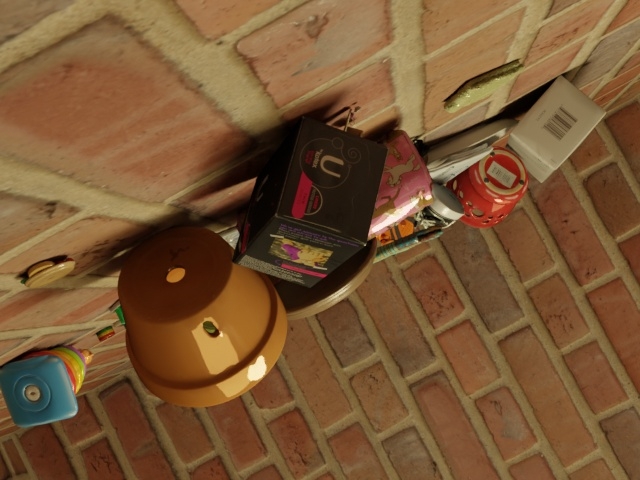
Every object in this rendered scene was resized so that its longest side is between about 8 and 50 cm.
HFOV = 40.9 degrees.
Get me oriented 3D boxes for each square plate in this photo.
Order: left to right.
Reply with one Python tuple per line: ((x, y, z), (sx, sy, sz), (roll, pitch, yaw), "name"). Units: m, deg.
((0.310, -0.208, 2.270), (0.347, 0.049, 0.344), (-25, 173, -27), "square plate")

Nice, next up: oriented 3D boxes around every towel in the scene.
((0.095, 0.054, 2.017), (0.370, 0.040, 0.271), (-23, 178, 21), "towel")
((0.313, -0.294, 1.641), (0.148, 0.027, 0.110), (-25, 173, -26), "towel")

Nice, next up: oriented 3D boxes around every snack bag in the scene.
((0.233, -0.132, 2.164), (0.342, 0.037, 0.323), (-23, 172, -46), "snack bag")

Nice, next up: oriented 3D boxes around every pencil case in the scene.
((0.025, -0.062, 1.644), (0.386, 0.160, 0.167), (-28, -162, 5), "pencil case")

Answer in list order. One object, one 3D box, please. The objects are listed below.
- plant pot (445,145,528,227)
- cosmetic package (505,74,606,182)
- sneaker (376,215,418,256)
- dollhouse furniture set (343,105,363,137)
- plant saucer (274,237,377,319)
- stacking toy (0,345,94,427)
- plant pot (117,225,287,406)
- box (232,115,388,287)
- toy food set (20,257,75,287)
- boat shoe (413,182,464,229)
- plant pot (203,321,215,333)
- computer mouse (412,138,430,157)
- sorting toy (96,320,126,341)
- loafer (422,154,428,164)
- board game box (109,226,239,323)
((0.455, -0.151, 2.308), (0.191, 0.191, 0.174), (-25, 167, -25), "plant pot")
((0.607, -0.281, 2.255), (0.197, 0.155, 0.365), (-49, 173, 4), "cosmetic package")
((0.151, -0.018, 2.537), (0.321, 0.180, 0.124), (-27, 174, -7), "sneaker")
((0.034, -0.188, 1.356), (0.114, 0.091, 0.081), (-71, 176, -66), "dollhouse furniture set")
((-0.009, 0.066, 1.672), (0.278, 0.041, 0.278), (-25, -157, 11), "plant saucer")
((-0.638, 0.323, 2.117), (0.175, 0.166, 0.302), (-14, -171, 12), "stacking toy")
((-0.221, 0.114, 1.484), (0.291, 0.291, 0.203), (-27, 141, -7), "plant pot")
((-0.023, -0.049, 1.317), (0.143, 0.165, 0.270), (19, 158, -13), "box")
((-0.410, 0.048, 1.292), (0.083, 0.020, 0.082), (-22, 172, -47), "toy food set")
((0.288, -0.078, 2.157), (0.105, 0.113, 0.306), (-45, 180, 12), "boat shoe")
((-0.265, 0.206, 2.297), (0.274, 0.275, 0.293), (-27, 164, -6), "plant pot")
((0.121, -0.151, 1.909), (0.262, 0.060, 0.184), (-27, -163, 38), "computer mouse")
((-0.459, 0.203, 2.304), (0.274, 0.046, 0.132), (-29, 174, 9), "sorting toy")
((0.184, -0.167, 2.009), (0.148, 0.056, 0.050), (-30, 180, 16), "loafer")
((-0.246, 0.053, 1.960), (0.390, 0.050, 0.390), (-24, 173, -38), "board game box")
